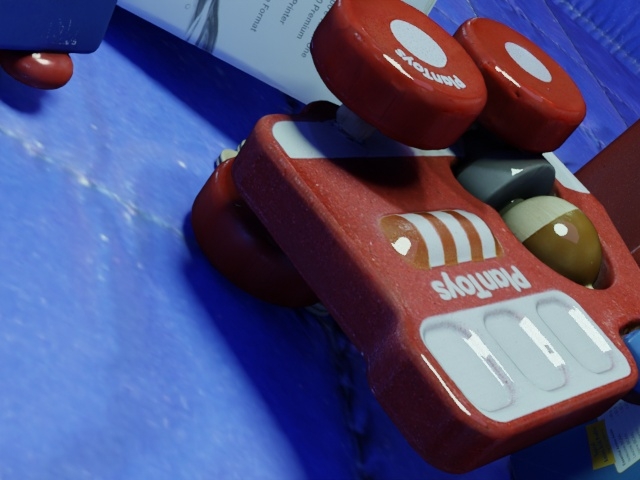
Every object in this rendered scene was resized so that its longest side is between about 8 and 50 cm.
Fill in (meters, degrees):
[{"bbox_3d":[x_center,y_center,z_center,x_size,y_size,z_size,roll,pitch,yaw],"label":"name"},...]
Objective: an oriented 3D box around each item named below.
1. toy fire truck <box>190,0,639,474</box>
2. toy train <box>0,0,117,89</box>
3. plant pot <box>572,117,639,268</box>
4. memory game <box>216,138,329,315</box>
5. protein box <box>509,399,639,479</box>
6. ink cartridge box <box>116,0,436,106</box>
[{"bbox_3d":[0.091,0.005,0.649,0.302,0.169,0.254,-3,51,-50],"label":"toy fire truck"},{"bbox_3d":[-0.229,-0.154,0.549,0.143,0.105,0.248,38,25,26],"label":"toy train"},{"bbox_3d":[0.381,0.021,1.067,0.267,0.267,0.236,42,42,-2],"label":"plant pot"},{"bbox_3d":[0.000,0.000,0.764,0.186,0.012,0.186,36,25,-19],"label":"memory game"},{"bbox_3d":[0.246,0.168,0.651,0.136,0.201,0.200,34,25,-24],"label":"protein box"},{"bbox_3d":[-0.069,-0.235,0.813,0.307,0.129,0.223,27,25,-7],"label":"ink cartridge box"}]
